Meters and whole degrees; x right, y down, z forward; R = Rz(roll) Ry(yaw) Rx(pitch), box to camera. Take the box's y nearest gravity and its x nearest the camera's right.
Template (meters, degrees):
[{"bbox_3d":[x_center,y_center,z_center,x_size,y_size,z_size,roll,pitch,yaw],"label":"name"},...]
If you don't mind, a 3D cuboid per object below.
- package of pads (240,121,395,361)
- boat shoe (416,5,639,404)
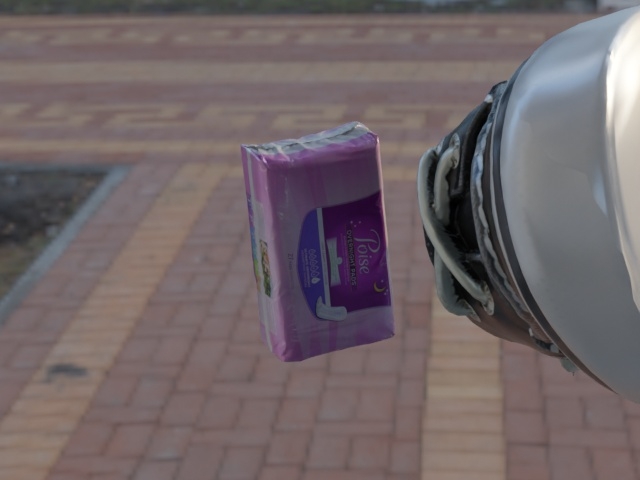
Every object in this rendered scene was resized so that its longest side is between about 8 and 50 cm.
[{"bbox_3d":[0.000,0.000,0.572,0.050,0.083,0.032,-13,20,-19],"label":"package of pads"},{"bbox_3d":[0.079,-0.007,0.482,0.102,0.108,0.301,-7,1,19],"label":"boat shoe"}]
